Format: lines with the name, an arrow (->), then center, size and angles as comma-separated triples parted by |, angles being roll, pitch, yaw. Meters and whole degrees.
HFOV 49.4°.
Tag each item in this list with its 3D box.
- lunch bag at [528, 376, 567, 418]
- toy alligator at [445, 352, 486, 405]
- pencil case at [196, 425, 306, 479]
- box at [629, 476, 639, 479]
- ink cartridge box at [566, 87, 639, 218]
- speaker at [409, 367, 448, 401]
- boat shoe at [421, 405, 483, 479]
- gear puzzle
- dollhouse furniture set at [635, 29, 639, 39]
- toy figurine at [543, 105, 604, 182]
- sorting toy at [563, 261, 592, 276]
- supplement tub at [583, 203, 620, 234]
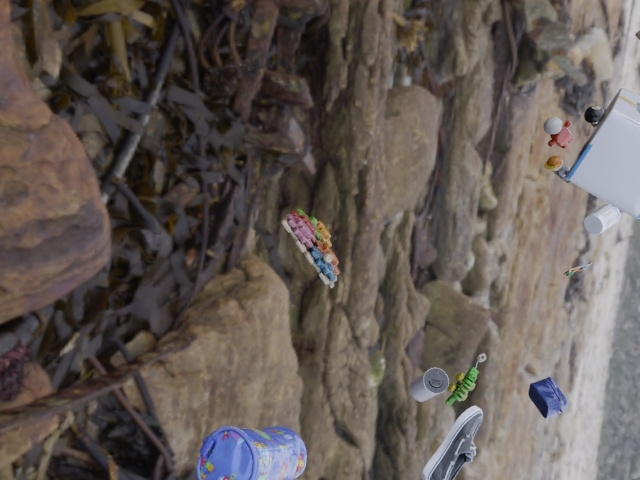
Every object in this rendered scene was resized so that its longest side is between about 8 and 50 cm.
lunch bag -> 0.587, 0.403, 1.780 | 0.067, 0.065, 0.098 | 84, -17, -46
toy alligator -> 0.435, 0.413, 2.050 | 0.189, 0.056, 0.051 | -51, -170, -4
pencil case -> -0.126, 0.409, 1.309 | 0.119, 0.133, 0.306 | -61, 160, -5
box -> 0.651, 0.445, 1.243 | 0.324, 0.067, 0.063 | -45, -170, 43
ink cartridge box -> 0.761, -0.222, 1.711 | 0.270, 0.197, 0.198 | -41, 159, -55
speaker -> 0.232, 0.312, 1.499 | 0.136, 0.055, 0.055 | 105, 2, -70
boat shoe -> 0.450, 0.669, 2.230 | 0.301, 0.102, 0.108 | -45, 136, -24
gear puzzle -> 0.000, 0.000, 1.537 | 0.175, 0.044, 0.339 | 55, 8, -2
dollhouse furniture set -> 0.652, -0.340, 1.062 | 0.161, 0.242, 0.212 | -37, 165, -3
toy figurine -> 0.822, -0.304, 2.214 | 0.148, 0.213, 0.209 | 30, 61, -45
sorting toy -> 0.634, 0.073, 1.721 | 0.083, 0.062, 0.012 | 64, 6, -78
supplement tub -> 0.904, -0.069, 2.232 | 0.107, 0.071, 0.071 | -26, 128, -31
